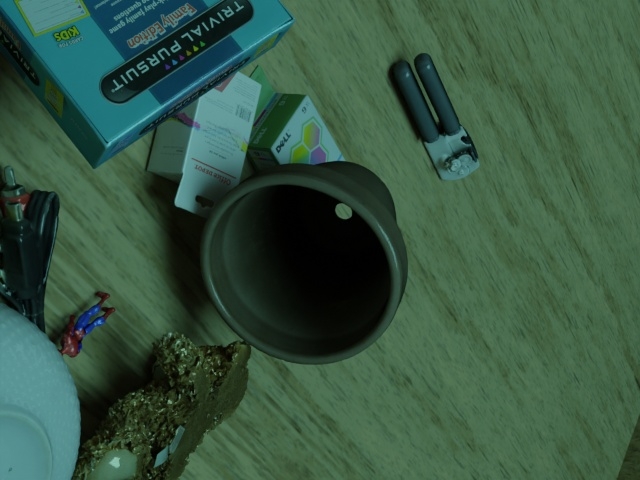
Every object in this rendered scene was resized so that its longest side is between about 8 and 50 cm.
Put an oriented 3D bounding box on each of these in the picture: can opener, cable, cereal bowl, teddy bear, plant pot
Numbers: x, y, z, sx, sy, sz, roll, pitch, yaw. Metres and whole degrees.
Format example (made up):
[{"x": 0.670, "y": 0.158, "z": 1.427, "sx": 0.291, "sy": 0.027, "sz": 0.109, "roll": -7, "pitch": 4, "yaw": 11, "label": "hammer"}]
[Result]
[{"x": 0.197, "y": -0.208, "z": 2.003, "sx": 0.280, "sy": 0.074, "sz": 0.093, "roll": 56, "pitch": 18, "yaw": -44, "label": "can opener"}, {"x": -0.347, "y": 0.054, "z": 1.339, "sx": 0.139, "sy": 0.072, "sz": 0.287, "roll": -53, "pitch": 150, "yaw": -58, "label": "cable"}, {"x": -0.379, "y": 0.226, "z": 1.192, "sx": 0.339, "sy": 0.141, "sz": 0.339, "roll": -21, "pitch": 120, "yaw": -42, "label": "cereal bowl"}, {"x": -0.212, "y": 0.228, "z": 1.454, "sx": 0.338, "sy": 0.113, "sz": 0.245, "roll": -55, "pitch": 157, "yaw": -38, "label": "teddy bear"}, {"x": 0.000, "y": 0.000, "z": 1.554, "sx": 0.229, "sy": 0.263, "sz": 0.263, "roll": -55, "pitch": 140, "yaw": -63, "label": "plant pot"}]

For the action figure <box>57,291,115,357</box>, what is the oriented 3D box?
[{"x": -0.289, "y": 0.107, "z": 1.414, "sx": 0.115, "sy": 0.030, "sz": 0.038, "roll": -57, "pitch": 144, "yaw": -52, "label": "action figure"}]

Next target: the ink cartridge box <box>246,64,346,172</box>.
[{"x": -0.046, "y": -0.138, "z": 1.678, "sx": 0.109, "sy": 0.062, "sz": 0.209, "roll": -58, "pitch": 137, "yaw": -28, "label": "ink cartridge box"}]

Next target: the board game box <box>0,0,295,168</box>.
[{"x": -0.230, "y": -0.280, "z": 1.198, "sx": 0.254, "sy": 0.079, "sz": 0.336, "roll": -38, "pitch": 92, "yaw": -25, "label": "board game box"}]

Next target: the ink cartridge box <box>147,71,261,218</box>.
[{"x": -0.155, "y": -0.129, "z": 1.529, "sx": 0.115, "sy": 0.067, "sz": 0.198, "roll": 24, "pitch": 76, "yaw": -53, "label": "ink cartridge box"}]
